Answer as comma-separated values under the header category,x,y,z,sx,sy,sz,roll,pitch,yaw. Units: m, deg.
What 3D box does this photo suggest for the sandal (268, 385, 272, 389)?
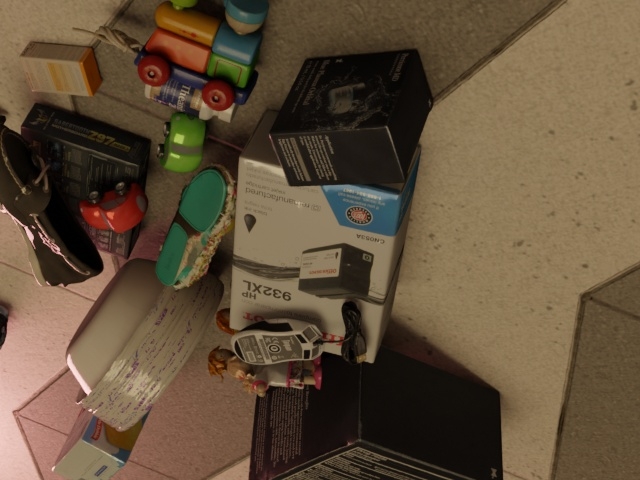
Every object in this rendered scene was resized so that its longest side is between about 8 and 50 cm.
category,x,y,z,sx,sy,sz,roll,pitch,yaw
sandal,-0.038,0.251,2.041,0.067,0.040,0.179,35,138,-16

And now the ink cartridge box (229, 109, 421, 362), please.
category,x,y,z,sx,sy,sz,roll,pitch,yaw
ink cartridge box,0.000,0.000,1.644,0.223,0.129,0.307,13,129,8

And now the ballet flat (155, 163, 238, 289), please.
category,x,y,z,sx,sy,sz,roll,pitch,yaw
ballet flat,-0.164,-0.026,1.674,0.091,0.077,0.241,52,132,19

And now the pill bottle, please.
category,x,y,z,sx,sy,sz,roll,pitch,yaw
pill bottle,-0.168,-0.200,1.578,0.120,0.067,0.067,21,140,1

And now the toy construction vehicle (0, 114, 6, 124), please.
category,x,y,z,sx,sy,sz,roll,pitch,yaw
toy construction vehicle,-0.502,-0.171,1.786,0.098,0.035,0.086,19,151,7

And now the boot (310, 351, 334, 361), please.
category,x,y,z,sx,sy,sz,roll,pitch,yaw
boot,-0.018,0.138,1.895,0.198,0.077,0.137,21,137,-20

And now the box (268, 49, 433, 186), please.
category,x,y,z,sx,sy,sz,roll,pitch,yaw
box,0.041,-0.152,1.474,0.158,0.156,0.093,-1,134,24

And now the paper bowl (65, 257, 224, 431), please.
category,x,y,z,sx,sy,sz,roll,pitch,yaw
paper bowl,-0.287,0.142,1.840,0.148,0.284,0.284,35,138,-12

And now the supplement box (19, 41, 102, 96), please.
category,x,y,z,sx,sy,sz,roll,pitch,yaw
supplement box,-0.359,-0.237,1.642,0.098,0.036,0.062,8,138,15

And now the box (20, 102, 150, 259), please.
category,x,y,z,sx,sy,sz,roll,pitch,yaw
box,-0.359,-0.085,1.792,0.183,0.059,0.232,18,139,1

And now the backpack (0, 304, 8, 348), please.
category,x,y,z,sx,sy,sz,roll,pitch,yaw
backpack,-0.620,0.161,2.156,0.105,0.084,0.114,22,135,0

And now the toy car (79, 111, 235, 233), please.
category,x,y,z,sx,sy,sz,roll,pitch,yaw
toy car,-0.210,-0.084,1.683,0.239,0.053,0.225,4,134,-20

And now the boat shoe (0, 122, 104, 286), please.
category,x,y,z,sx,sy,sz,roll,pitch,yaw
boat shoe,-0.401,-0.053,1.727,0.095,0.112,0.335,-6,141,4

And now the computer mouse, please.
category,x,y,z,sx,sy,sz,roll,pitch,yaw
computer mouse,-0.031,0.132,1.648,0.193,0.042,0.106,-4,132,14

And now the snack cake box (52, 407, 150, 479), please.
category,x,y,z,sx,sy,sz,roll,pitch,yaw
snack cake box,-0.348,0.282,2.034,0.089,0.264,0.152,31,139,-12

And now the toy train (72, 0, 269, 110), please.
category,x,y,z,sx,sy,sz,roll,pitch,yaw
toy train,-0.189,-0.275,1.486,0.248,0.105,0.143,21,130,0

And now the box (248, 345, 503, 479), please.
category,x,y,z,sx,sy,sz,roll,pitch,yaw
box,0.090,0.321,1.912,0.296,0.182,0.294,24,144,-30

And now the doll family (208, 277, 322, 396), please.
category,x,y,z,sx,sy,sz,roll,pitch,yaw
doll family,-0.086,0.158,1.786,0.163,0.263,0.118,3,132,-5
